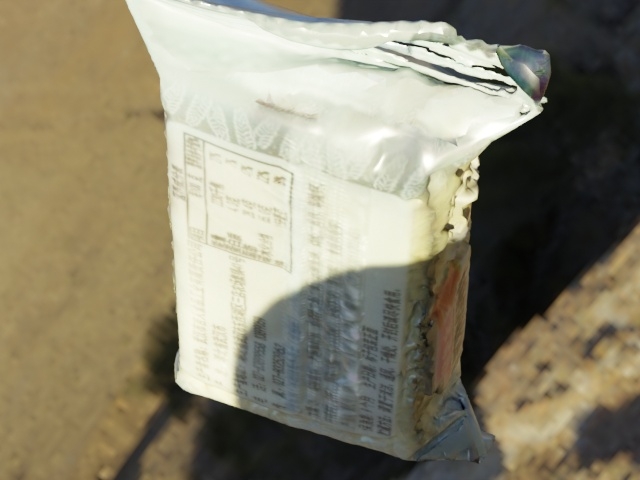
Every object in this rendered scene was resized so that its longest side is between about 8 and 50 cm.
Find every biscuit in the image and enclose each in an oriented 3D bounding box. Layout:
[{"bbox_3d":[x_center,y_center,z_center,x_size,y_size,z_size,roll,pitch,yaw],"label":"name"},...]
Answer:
[{"bbox_3d":[0.005,0.001,0.884,0.309,0.186,0.079,89,-160,-51],"label":"biscuit"}]
